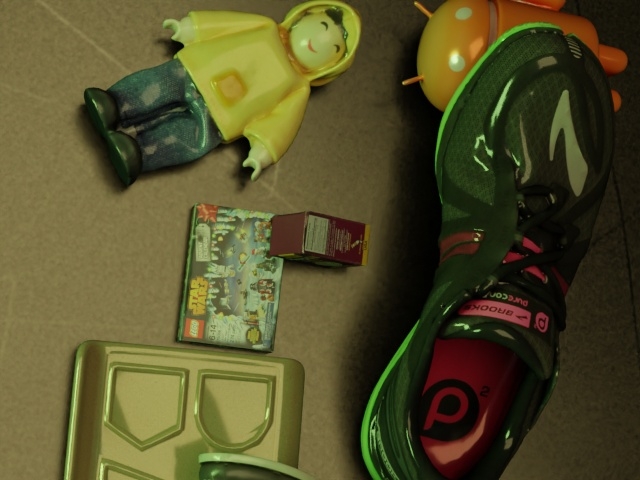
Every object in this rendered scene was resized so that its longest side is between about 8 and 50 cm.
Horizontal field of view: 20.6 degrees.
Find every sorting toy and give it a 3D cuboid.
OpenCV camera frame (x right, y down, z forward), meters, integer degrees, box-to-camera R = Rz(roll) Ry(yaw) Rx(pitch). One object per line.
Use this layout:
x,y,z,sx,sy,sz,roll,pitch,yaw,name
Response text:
-0.135,0.257,1.679,0.229,0.041,0.307,7,82,-16,sorting toy

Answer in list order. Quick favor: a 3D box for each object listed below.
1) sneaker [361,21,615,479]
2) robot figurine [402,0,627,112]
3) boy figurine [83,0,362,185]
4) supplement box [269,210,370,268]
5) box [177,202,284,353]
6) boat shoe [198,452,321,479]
0.180,0.038,1.649,0.185,0.202,0.483,12,96,-14,sneaker
0.191,-0.172,1.756,0.219,0.128,0.158,11,123,-11,robot figurine
-0.079,-0.147,1.713,0.285,0.092,0.177,-23,86,-11,boy figurine
0.000,0.000,1.713,0.083,0.055,0.043,12,79,-38,supplement box
-0.085,0.037,1.719,0.094,0.027,0.137,7,82,-11,box
-0.021,0.257,1.650,0.227,0.081,0.069,25,69,-30,boat shoe
